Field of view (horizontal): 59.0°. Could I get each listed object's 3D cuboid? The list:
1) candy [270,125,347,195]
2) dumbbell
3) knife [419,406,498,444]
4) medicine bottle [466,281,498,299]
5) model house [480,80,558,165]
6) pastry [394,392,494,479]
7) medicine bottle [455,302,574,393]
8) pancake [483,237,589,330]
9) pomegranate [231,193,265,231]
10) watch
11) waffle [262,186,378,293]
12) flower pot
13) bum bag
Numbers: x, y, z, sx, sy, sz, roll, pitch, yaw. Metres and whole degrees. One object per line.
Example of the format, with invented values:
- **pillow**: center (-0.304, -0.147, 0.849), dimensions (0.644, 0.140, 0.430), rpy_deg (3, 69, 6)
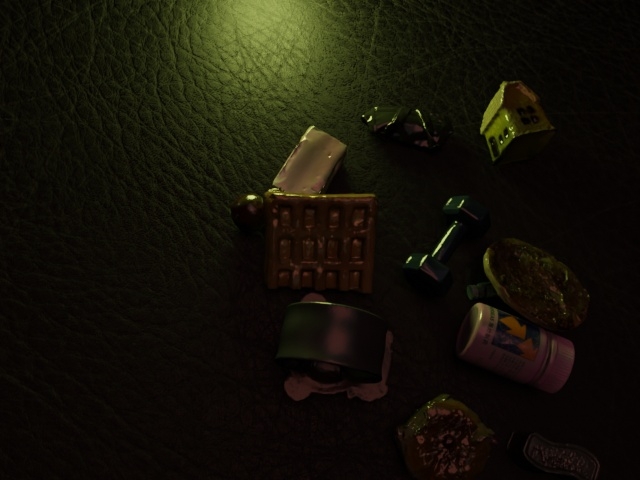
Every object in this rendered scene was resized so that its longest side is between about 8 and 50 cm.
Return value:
- **candy**: center (-0.037, -0.217, 1.792), dimensions (0.155, 0.116, 0.265), rpy_deg (28, 70, 4)
- **dumbbell**: center (0.392, 0.015, 1.745), dimensions (0.144, 0.160, 0.325), rpy_deg (26, 68, 33)
- **knife**: center (0.401, 0.532, 1.635), dimensions (0.247, 0.018, 0.035), rpy_deg (24, 67, -1)
- **medicine bottle**: center (0.556, 0.149, 1.766), dimensions (0.191, 0.051, 0.051), rpy_deg (-7, 72, -8)
- **model house**: center (0.649, -0.401, 1.897), dimensions (0.174, 0.193, 0.234), rpy_deg (-8, 69, -9)
- **pastry**: center (0.342, 0.560, 1.551), dimensions (0.257, 0.121, 0.236), rpy_deg (-35, 85, -11)
- **medicine bottle**: center (0.560, 0.312, 1.642), dimensions (0.290, 0.178, 0.178), rpy_deg (22, 70, 2)
- **pancake**: center (0.656, 0.125, 1.718), dimensions (0.356, 0.065, 0.356), rpy_deg (12, 46, -12)
- **pomegranate**: center (-0.210, -0.089, 1.726), dimensions (0.130, 0.130, 0.130), rpy_deg (2, 71, -6)
- **watch**: center (0.056, 0.283, 1.516), dimensions (0.335, 0.327, 0.314), rpy_deg (13, 70, -2)
- **waffle**: center (0.000, 0.000, 1.676), dimensions (0.348, 0.077, 0.304), rpy_deg (1, 97, -8)
- **flower pot**: center (0.652, 0.610, 1.587), dimensions (0.229, 0.108, 0.103), rpy_deg (20, 69, 0)
- **bum bag**: center (0.296, -0.383, 1.908), dimensions (0.326, 0.080, 0.142), rpy_deg (9, 67, -3)
